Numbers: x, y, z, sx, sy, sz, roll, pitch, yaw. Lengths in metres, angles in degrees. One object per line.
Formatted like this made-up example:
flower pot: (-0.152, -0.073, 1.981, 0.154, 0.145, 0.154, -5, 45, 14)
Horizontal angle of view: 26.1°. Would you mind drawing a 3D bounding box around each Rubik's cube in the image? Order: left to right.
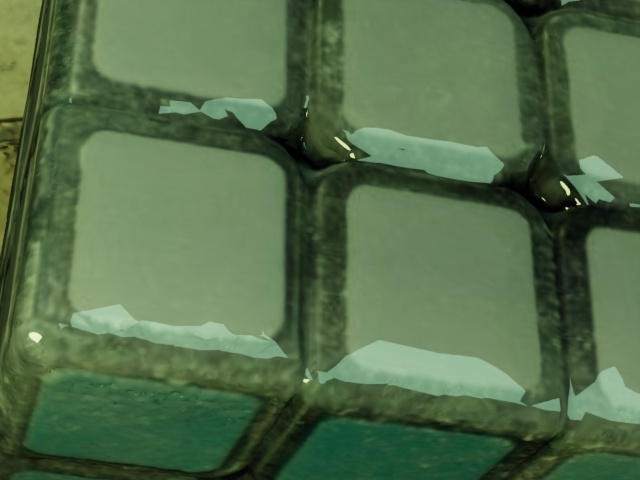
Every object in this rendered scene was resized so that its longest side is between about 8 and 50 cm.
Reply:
Rubik's cube: (0.000, 0.000, 0.662, 0.305, 0.301, 0.304, 8, 60, -14)
